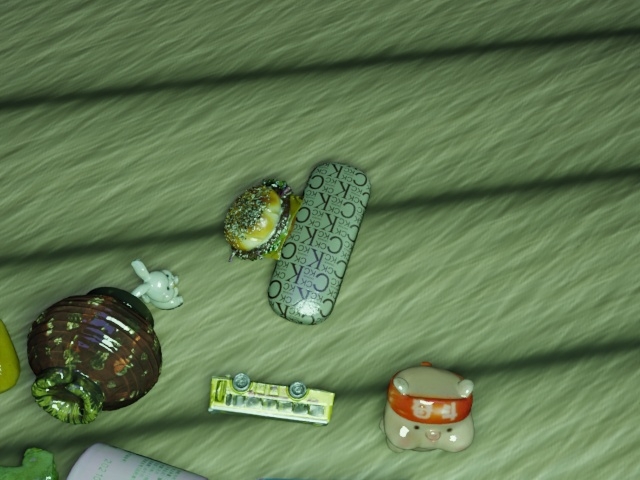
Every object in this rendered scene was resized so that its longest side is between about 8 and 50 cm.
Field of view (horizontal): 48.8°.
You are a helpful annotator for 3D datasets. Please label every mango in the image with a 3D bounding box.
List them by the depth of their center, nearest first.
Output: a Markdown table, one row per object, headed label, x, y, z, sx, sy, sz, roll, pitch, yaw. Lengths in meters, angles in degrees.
| label | x | y | z | sx | sy | sz | roll | pitch | yaw |
| --- | --- | --- | --- | --- | --- | --- | --- | --- | --- |
| mango | -0.633 | 0.200 | 1.296 | 0.195 | 0.098 | 0.137 | 39 | 66 | 8 |

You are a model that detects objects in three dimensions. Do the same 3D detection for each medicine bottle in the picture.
| label | x | y | z | sx | sy | sz | roll | pitch | yaw |
| --- | --- | --- | --- | --- | --- | --- | --- | --- | --- |
| medicine bottle | -0.271 | 0.459 | 1.160 | 0.291 | 0.178 | 0.178 | 16 | 67 | 3 |

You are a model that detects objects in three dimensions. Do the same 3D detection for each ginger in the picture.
| label | x | y | z | sx | sy | sz | roll | pitch | yaw |
| --- | --- | --- | --- | --- | --- | --- | --- | --- | --- |
| ginger | -0.573 | 0.454 | 1.178 | 0.290 | 0.089 | 0.137 | -35 | 108 | -24 |

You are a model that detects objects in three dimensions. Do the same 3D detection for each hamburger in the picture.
| label | x | y | z | sx | sy | sz | roll | pitch | yaw |
| --- | --- | --- | --- | --- | --- | --- | --- | --- | --- |
| hamburger | -0.122 | -0.045 | 1.394 | 0.164 | 0.093 | 0.189 | -7 | 56 | 40 |

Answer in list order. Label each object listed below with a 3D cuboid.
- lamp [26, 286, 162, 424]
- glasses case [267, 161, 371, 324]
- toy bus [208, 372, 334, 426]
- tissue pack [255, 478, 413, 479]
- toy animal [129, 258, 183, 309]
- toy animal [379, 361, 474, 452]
| label | x | y | z | sx | sy | sz | roll | pitch | yaw |
| --- | --- | --- | --- | --- | --- | --- | --- | --- | --- |
| lamp | -0.397 | 0.202 | 1.234 | 0.247 | 0.247 | 0.246 | 1 | 67 | -3 |
| glasses case | 0.000 | 0.000 | 1.421 | 0.137 | 0.085 | 0.354 | 17 | 66 | 4 |
| toy bus | -0.090 | 0.293 | 1.298 | 0.226 | 0.081 | 0.074 | 8 | 71 | -3 |
| tissue pack | 0.024 | 0.495 | 1.146 | 0.264 | 0.146 | 0.198 | -1 | 62 | 6 |
| toy animal | -0.309 | 0.087 | 1.347 | 0.085 | 0.124 | 0.070 | 1 | 71 | -1 |
| toy animal | 0.188 | 0.299 | 1.242 | 0.172 | 0.197 | 0.171 | 0 | 63 | 0 |
